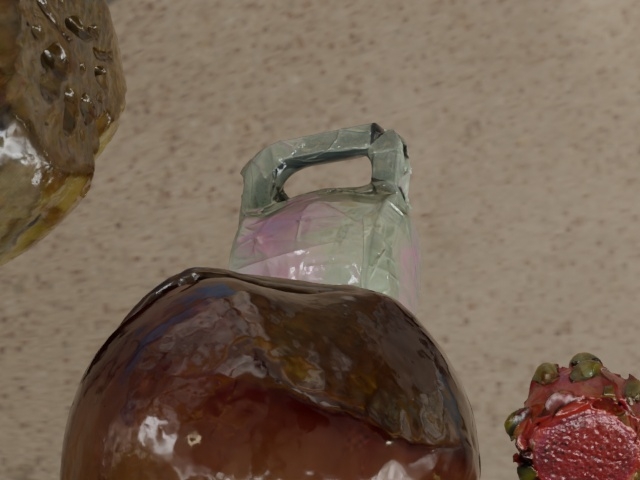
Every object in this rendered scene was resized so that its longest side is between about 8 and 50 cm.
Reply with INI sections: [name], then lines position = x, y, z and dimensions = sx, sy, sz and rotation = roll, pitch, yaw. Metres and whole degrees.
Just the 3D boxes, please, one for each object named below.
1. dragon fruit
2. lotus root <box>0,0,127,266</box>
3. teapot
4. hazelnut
[dragon fruit]
position = 0.261, 0.185, 1.744
dimensions = 0.208, 0.133, 0.150
rotation = 21, 47, -59
[lotus root]
position = -0.296, -0.104, 1.587
dimensions = 0.316, 0.250, 0.316
rotation = 39, 41, -45
[teapot]
position = -0.004, 0.005, 1.729
dimensions = 0.163, 0.178, 0.221
rotation = -40, 129, -67
[hazelnut]
position = -0.018, 0.098, 0.792
dimensions = 0.178, 0.204, 0.178
rotation = 0, 93, 7
